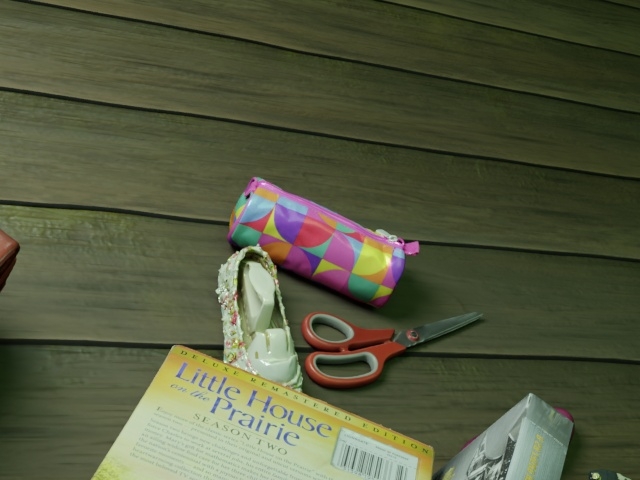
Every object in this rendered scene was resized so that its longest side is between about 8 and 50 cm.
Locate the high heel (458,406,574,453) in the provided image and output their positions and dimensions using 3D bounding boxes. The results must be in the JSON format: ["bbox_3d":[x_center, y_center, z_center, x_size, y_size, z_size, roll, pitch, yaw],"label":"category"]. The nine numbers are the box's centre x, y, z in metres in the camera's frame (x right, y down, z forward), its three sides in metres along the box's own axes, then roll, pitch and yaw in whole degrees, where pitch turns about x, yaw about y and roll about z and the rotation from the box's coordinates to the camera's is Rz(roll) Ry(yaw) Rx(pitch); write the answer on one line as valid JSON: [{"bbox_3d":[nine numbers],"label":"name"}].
[{"bbox_3d":[0.244,0.232,1.134,0.244,0.117,0.082,-12,57,-37],"label":"high heel"}]

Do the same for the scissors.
[{"bbox_3d":[0.106,0.136,1.225,0.297,0.021,0.109,2,47,-29],"label":"scissors"}]

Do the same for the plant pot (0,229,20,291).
[{"bbox_3d":[-0.439,0.014,0.868,0.265,0.272,0.272,34,41,-9],"label":"plant pot"}]

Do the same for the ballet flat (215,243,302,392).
[{"bbox_3d":[-0.070,0.105,1.110,0.091,0.077,0.241,1,50,-28],"label":"ballet flat"}]

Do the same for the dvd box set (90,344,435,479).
[{"bbox_3d":[-0.063,0.273,0.852,0.308,0.062,0.420,22,27,0],"label":"dvd box set"}]

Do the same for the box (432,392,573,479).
[{"bbox_3d":[0.145,0.280,0.947,0.056,0.231,0.183,34,43,-2],"label":"box"}]

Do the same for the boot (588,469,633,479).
[{"bbox_3d":[0.294,0.338,1.093,0.236,0.085,0.178,24,38,-8],"label":"boot"}]

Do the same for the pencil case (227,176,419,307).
[{"bbox_3d":[0.000,0.000,1.234,0.236,0.104,0.104,21,43,-9],"label":"pencil case"}]
